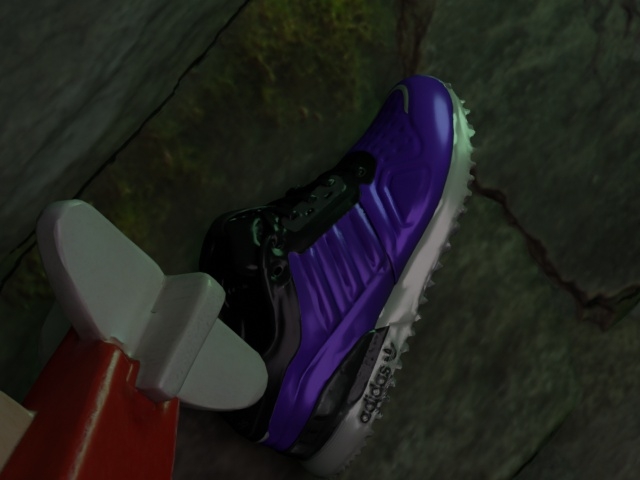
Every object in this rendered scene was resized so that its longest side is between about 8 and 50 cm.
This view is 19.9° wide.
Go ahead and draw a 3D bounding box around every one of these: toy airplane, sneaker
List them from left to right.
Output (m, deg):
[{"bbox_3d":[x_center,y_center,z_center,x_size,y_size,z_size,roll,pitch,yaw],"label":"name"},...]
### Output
[{"bbox_3d":[-0.180,0.173,1.049,0.384,0.272,0.386,-13,79,-59],"label":"toy airplane"},{"bbox_3d":[0.000,0.000,1.230,0.146,0.102,0.293,26,71,-18],"label":"sneaker"}]
